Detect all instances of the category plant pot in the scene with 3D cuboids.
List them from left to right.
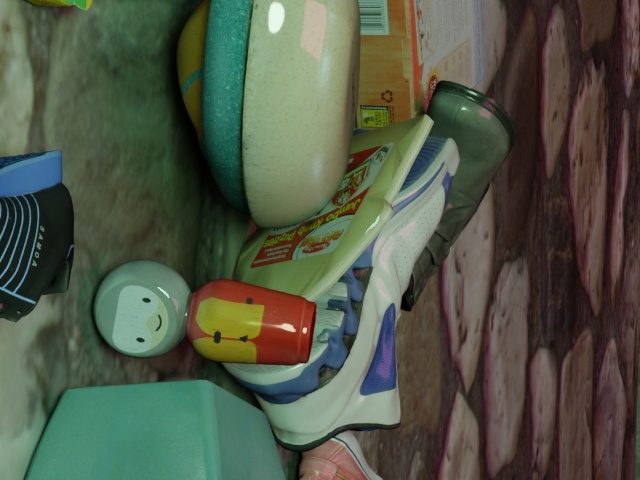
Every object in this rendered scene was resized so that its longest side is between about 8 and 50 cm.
[{"bbox_3d":[-0.105,0.216,1.084,0.165,0.165,0.234,42,45,-62],"label":"plant pot"}]

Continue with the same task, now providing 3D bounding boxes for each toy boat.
[{"bbox_3d":[-0.059,-0.061,1.190,0.267,0.148,0.318,89,10,-64],"label":"toy boat"}]

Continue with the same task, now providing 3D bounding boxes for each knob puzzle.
[{"bbox_3d":[0.000,0.000,1.296,0.030,0.213,0.213,41,47,-23],"label":"knob puzzle"}]

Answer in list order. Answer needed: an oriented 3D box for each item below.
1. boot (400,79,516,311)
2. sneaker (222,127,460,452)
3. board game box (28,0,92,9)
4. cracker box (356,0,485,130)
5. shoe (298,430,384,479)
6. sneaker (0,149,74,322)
[{"bbox_3d":[0.108,-0.030,1.579,0.161,0.083,0.246,-61,168,-22],"label":"boot"},{"bbox_3d":[0.017,0.058,1.436,0.315,0.127,0.182,-59,148,-39],"label":"sneaker"},{"bbox_3d":[-0.198,-0.220,0.966,0.259,0.039,0.124,18,76,-65],"label":"board game box"},{"bbox_3d":[0.098,-0.206,1.666,0.232,0.067,0.156,-41,130,-60],"label":"cracker box"},{"bbox_3d":[0.021,0.243,1.525,0.178,0.063,0.081,60,39,-44],"label":"shoe"},{"bbox_3d":[-0.197,0.009,0.924,0.232,0.081,0.090,-28,111,-67],"label":"sneaker"}]
